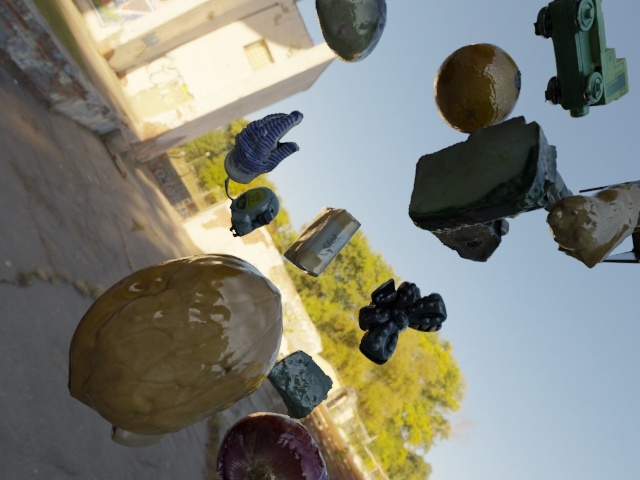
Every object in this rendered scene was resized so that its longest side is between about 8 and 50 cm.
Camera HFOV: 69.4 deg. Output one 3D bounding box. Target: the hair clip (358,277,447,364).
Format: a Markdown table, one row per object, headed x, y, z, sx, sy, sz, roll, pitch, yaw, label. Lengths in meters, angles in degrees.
| x | y | z | sx | sy | sz | roll | pitch | yaw | label |
| --- | --- | --- | --- | --- | --- | --- | --- | --- | --- |
| 0.246 | 0.249 | 1.507 | 0.206 | 0.310 | 0.194 | 55 | -15 | 25 | hair clip |

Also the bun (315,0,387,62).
| x | y | z | sx | sy | sz | roll | pitch | yaw | label |
| --- | --- | --- | --- | --- | --- | --- | --- | --- | --- |
| 0.096 | -0.607 | 1.225 | 0.273 | 0.168 | 0.272 | -7 | 98 | -64 | bun |

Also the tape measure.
| x | y | z | sx | sy | sz | roll | pitch | yaw | label |
| --- | --- | --- | --- | --- | --- | --- | --- | --- | --- |
| -0.210 | -0.141 | 1.409 | 0.330 | 0.164 | 0.084 | -104 | 179 | -51 | tape measure |

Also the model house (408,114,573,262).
| x | y | z | sx | sy | sz | roll | pitch | yaw | label |
| --- | --- | --- | --- | --- | --- | --- | --- | --- | --- |
| 0.410 | -0.092 | 1.082 | 0.298 | 0.243 | 0.284 | -13 | -37 | 41 | model house |

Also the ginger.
| x | y | z | sx | sy | sz | roll | pitch | yaw | label |
| --- | --- | --- | --- | --- | --- | --- | --- | --- | --- |
| 0.541 | -0.062 | 0.921 | 0.122 | 0.193 | 0.115 | 43 | -1 | -26 | ginger |

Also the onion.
| x | y | z | sx | sy | sz | roll | pitch | yaw | label |
| --- | --- | --- | --- | --- | --- | --- | --- | --- | --- |
| -0.081 | 0.434 | 0.901 | 0.230 | 0.230 | 0.163 | 63 | 20 | 2 | onion |

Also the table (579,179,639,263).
| x | y | z | sx | sy | sz | roll | pitch | yaw | label |
| --- | --- | --- | --- | --- | --- | --- | --- | --- | --- |
| 1.009 | -0.068 | 1.445 | 0.196 | 0.282 | 0.250 | 180 | -98 | -74 | table |

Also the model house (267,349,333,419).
| x | y | z | sx | sy | sz | roll | pitch | yaw | label |
| --- | --- | --- | --- | --- | --- | --- | --- | --- | --- |
| -0.032 | 0.194 | 0.655 | 0.083 | 0.079 | 0.066 | 54 | -37 | -7 | model house |

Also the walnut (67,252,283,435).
| x | y | z | sx | sy | sz | roll | pitch | yaw | label |
| --- | --- | --- | --- | --- | --- | --- | --- | --- | --- |
| -0.119 | 0.084 | 0.394 | 0.144 | 0.180 | 0.144 | 53 | -21 | 30 | walnut |

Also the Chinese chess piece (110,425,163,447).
| x | y | z | sx | sy | sz | roll | pitch | yaw | label |
| --- | --- | --- | --- | --- | --- | --- | --- | --- | --- |
| -0.352 | 0.292 | 0.954 | 0.250 | 0.103 | 0.249 | -50 | -148 | 47 | Chinese chess piece |

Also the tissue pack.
| x | y | z | sx | sy | sz | roll | pitch | yaw | label |
| --- | --- | --- | --- | --- | --- | --- | --- | --- | --- |
| 0.000 | 0.000 | 1.408 | 0.090 | 0.222 | 0.186 | 45 | -7 | -21 | tissue pack |

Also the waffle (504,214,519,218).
| x | y | z | sx | sy | sz | roll | pitch | yaw | label |
| --- | --- | --- | --- | --- | --- | --- | --- | --- | --- |
| 0.498 | -0.164 | 1.448 | 0.068 | 0.325 | 0.302 | 27 | 63 | -44 | waffle |

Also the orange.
| x | y | z | sx | sy | sz | roll | pitch | yaw | label |
| --- | --- | --- | --- | --- | --- | --- | --- | --- | --- |
| 0.401 | -0.390 | 1.189 | 0.236 | 0.236 | 0.236 | 61 | -10 | 18 | orange |

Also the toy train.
| x | y | z | sx | sy | sz | roll | pitch | yaw | label |
| --- | --- | --- | --- | --- | --- | --- | --- | --- | --- |
| 0.742 | -0.547 | 1.304 | 0.150 | 0.237 | 0.369 | 19 | -45 | 56 | toy train |

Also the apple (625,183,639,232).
| x | y | z | sx | sy | sz | roll | pitch | yaw | label |
| --- | --- | --- | --- | --- | --- | --- | --- | --- | --- |
| 0.849 | -0.090 | 1.268 | 0.146 | 0.146 | 0.146 | 61 | -10 | 18 | apple |

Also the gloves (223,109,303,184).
| x | y | z | sx | sy | sz | roll | pitch | yaw | label |
| --- | --- | --- | --- | --- | --- | --- | --- | --- | --- |
| -0.122 | -0.203 | 0.993 | 0.119 | 0.229 | 0.097 | 56 | 27 | 2 | gloves |
